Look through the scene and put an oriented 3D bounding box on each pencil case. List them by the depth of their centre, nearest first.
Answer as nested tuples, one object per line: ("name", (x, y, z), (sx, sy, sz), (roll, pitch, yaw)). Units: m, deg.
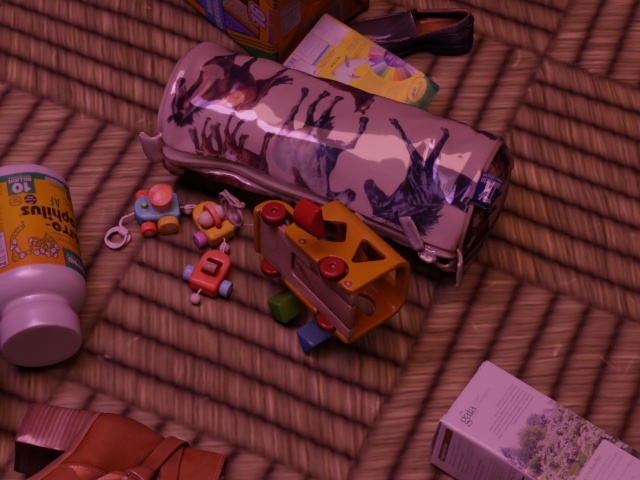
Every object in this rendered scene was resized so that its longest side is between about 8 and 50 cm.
("pencil case", (0.010, -0.095, 1.821), (0.410, 0.160, 0.183), (19, 45, 9))

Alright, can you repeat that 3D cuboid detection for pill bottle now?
("pill bottle", (-0.320, 0.029, 1.744), (0.117, 0.117, 0.208), (-9, 56, -9))

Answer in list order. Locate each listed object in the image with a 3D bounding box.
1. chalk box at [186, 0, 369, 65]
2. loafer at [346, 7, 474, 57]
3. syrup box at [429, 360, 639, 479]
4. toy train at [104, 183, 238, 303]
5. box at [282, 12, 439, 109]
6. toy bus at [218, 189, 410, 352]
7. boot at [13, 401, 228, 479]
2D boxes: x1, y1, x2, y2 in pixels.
("chalk box", (-0.092, -0.389, 2.003), (0.180, 0.179, 0.289), (-38, 66, -25))
("loafer", (0.111, -0.271, 2.004), (0.170, 0.061, 0.062), (-5, 58, -6))
("syrup box", (0.238, 0.236, 1.646), (0.237, 0.096, 0.093), (30, 58, 17))
("toy train", (-0.160, -0.006, 1.819), (0.166, 0.046, 0.125), (26, 58, 14))
("box", (0.048, -0.191, 1.945), (0.179, 0.043, 0.105), (34, 77, 21))
("toy bus", (0.007, 0.011, 1.715), (0.104, 0.191, 0.202), (-30, 101, -26))
("boot", (-0.223, 0.303, 1.586), (0.220, 0.109, 0.283), (15, 49, 2))
